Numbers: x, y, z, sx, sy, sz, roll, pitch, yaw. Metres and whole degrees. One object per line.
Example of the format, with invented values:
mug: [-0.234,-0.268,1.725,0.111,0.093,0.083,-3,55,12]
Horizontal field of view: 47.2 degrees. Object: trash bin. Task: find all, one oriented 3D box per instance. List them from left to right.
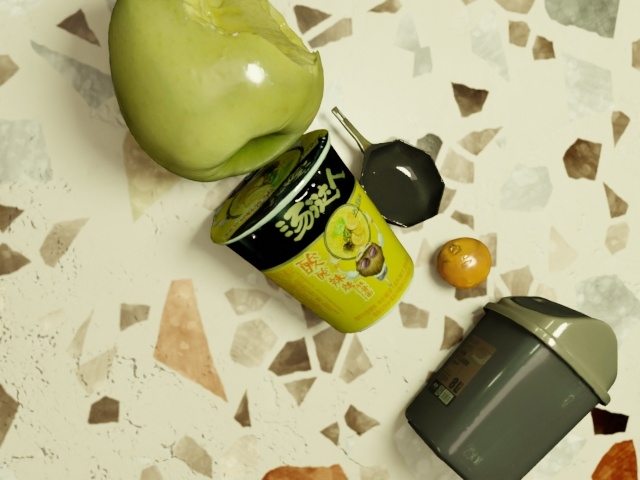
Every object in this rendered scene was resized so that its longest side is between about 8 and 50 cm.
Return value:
trash bin: [0.278,0.212,1.064,0.182,0.209,0.290,44,88,-13]

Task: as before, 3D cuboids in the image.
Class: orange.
orange: [0.216,0.034,1.102,0.084,0.083,0.083,-1,92,-14]

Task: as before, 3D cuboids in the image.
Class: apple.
apple: [-0.132,-0.206,0.919,0.279,0.279,0.279,-1,92,-14]

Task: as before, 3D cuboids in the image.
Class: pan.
pan: [0.099,-0.113,1.083,0.128,0.048,0.202,-21,85,-26]

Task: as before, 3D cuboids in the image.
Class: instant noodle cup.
instant noodle cup: [0.000,0.000,0.997,0.215,0.215,0.236,-46,111,-8]
